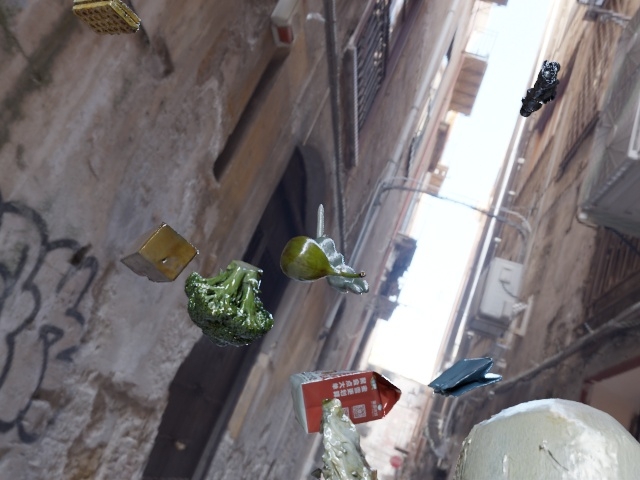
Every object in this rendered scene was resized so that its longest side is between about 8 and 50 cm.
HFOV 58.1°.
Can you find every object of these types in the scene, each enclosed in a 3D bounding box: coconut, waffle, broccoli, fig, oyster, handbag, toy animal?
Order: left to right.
[{"bbox_3d":[-0.525,-0.551,1.410,0.148,0.042,0.102,9,-17,31],"label":"waffle"},{"bbox_3d":[-0.147,0.102,0.919,0.145,0.138,0.162,27,7,37],"label":"broccoli"},{"bbox_3d":[0.009,0.066,1.548,0.236,0.124,0.124,14,-21,8],"label":"fig"},{"bbox_3d":[0.036,0.096,1.683,0.236,0.138,0.108,55,-36,29],"label":"toy animal"},{"bbox_3d":[0.073,0.433,1.636,0.298,0.151,0.171,-9,-3,-14],"label":"handbag"},{"bbox_3d":[0.051,0.440,0.943,0.107,0.355,0.201,-8,-3,1],"label":"oyster"},{"bbox_3d":[0.369,0.363,1.511,0.057,0.144,0.221,64,-9,7],"label":"handbag"},{"bbox_3d":[0.387,0.472,0.964,0.346,0.360,0.346,16,-43,16],"label":"coconut"}]

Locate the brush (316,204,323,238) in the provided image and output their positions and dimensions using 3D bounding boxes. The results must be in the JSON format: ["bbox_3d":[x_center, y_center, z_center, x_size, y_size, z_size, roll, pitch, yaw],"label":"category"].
[{"bbox_3d":[0.000,0.000,1.991,0.042,0.299,0.039,-13,-35,25],"label":"brush"}]

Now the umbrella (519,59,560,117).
[{"bbox_3d":[0.610,-0.405,1.602,0.071,0.080,0.224,13,-16,4],"label":"umbrella"}]

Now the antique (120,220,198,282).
[{"bbox_3d":[-0.365,0.033,1.271,0.093,0.087,0.310,43,-21,-17],"label":"antique"}]
